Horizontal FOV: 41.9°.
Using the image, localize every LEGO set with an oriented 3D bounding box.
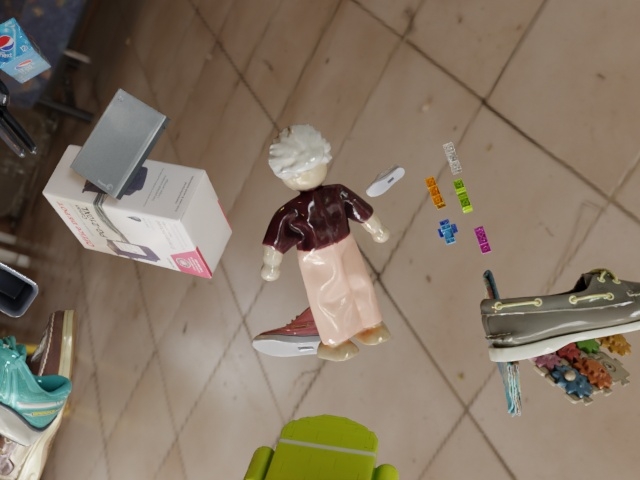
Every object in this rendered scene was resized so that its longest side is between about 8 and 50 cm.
[{"bbox_3d":[0.263,-0.070,1.669,0.087,0.093,0.227,-19,82,10],"label":"LEGO set"}]

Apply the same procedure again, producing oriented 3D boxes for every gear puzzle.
[{"bbox_3d":[0.563,0.237,1.743,0.175,0.339,0.044,44,125,32],"label":"gear puzzle"}]

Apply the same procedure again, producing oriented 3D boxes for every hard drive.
[{"bbox_3d":[-0.283,-0.136,1.181,0.094,0.022,0.135,32,90,23],"label":"hard drive"}]

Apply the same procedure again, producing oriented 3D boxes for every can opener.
[{"bbox_3d":[-0.598,-0.227,1.576,0.186,0.059,0.073,55,144,16],"label":"can opener"}]

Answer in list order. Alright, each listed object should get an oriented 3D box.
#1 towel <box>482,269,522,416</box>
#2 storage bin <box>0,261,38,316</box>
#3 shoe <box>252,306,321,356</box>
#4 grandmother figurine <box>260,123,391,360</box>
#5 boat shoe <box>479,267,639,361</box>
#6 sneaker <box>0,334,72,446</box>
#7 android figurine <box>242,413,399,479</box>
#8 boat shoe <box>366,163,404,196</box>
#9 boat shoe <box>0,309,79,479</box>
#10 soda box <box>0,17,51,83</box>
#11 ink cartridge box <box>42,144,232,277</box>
[{"bbox_3d":[0.467,0.273,2.166,0.040,0.370,0.271,-15,58,6],"label":"towel"},{"bbox_3d":[-0.665,0.092,1.733,0.098,0.135,0.091,-57,24,-4],"label":"storage bin"},{"bbox_3d":[-0.043,0.177,1.645,0.178,0.063,0.081,-3,52,15],"label":"shoe"},{"bbox_3d":[0.000,0.000,1.213,0.104,0.208,0.342,4,113,52],"label":"grandmother figurine"},{"bbox_3d":[0.376,0.090,1.170,0.109,0.305,0.091,39,-144,-87],"label":"boat shoe"},{"bbox_3d":[-0.444,0.165,1.099,0.110,0.275,0.107,-50,45,-8],"label":"sneaker"},{"bbox_3d":[0.002,0.380,1.362,0.273,0.248,0.056,-70,-17,-59],"label":"android figurine"},{"bbox_3d":[0.143,-0.138,1.897,0.100,0.035,0.035,-39,35,2],"label":"boat shoe"},{"bbox_3d":[-0.467,0.250,1.307,0.123,0.123,0.342,-107,38,-57],"label":"boat shoe"},{"bbox_3d":[-0.571,-0.355,1.580,0.071,0.067,0.210,-31,8,-6],"label":"soda box"},{"bbox_3d":[-0.278,-0.045,1.294,0.172,0.237,0.100,73,-147,-57],"label":"ink cartridge box"}]
